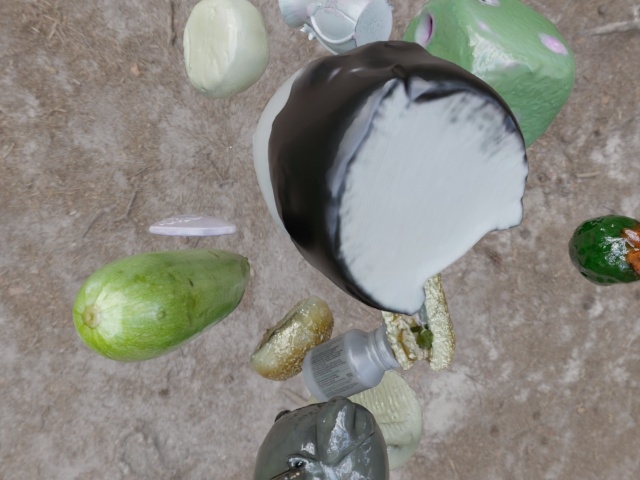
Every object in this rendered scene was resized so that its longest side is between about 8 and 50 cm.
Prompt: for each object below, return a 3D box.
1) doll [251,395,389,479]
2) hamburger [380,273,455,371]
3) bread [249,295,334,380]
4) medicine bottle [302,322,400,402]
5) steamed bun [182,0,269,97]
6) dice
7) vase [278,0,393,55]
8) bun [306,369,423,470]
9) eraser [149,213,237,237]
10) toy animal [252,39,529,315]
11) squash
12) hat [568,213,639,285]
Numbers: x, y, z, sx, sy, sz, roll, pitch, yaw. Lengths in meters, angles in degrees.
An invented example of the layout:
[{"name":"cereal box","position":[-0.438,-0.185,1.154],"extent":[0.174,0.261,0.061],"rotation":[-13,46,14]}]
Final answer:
[{"name":"doll","position":[0.063,0.408,0.708],"extent":[0.378,0.382,0.252],"rotation":[24,62,25]},{"name":"hamburger","position":[0.179,0.115,0.876],"extent":[0.124,0.131,0.262],"rotation":[-11,102,17]},{"name":"bread","position":[-0.076,0.296,1.365],"extent":[0.305,0.305,0.159],"rotation":[-42,84,-1]},{"name":"medicine bottle","position":[0.076,0.275,1.055],"extent":[0.215,0.135,0.135],"rotation":[-31,107,26]},{"name":"steamed bun","position":[-0.302,-0.655,1.602],"extent":[0.233,0.312,0.334],"rotation":[-9,112,-47]},{"name":"dice","position":[0.366,-0.387,1.122],"extent":[0.318,0.322,0.330],"rotation":[0,57,-24]},{"name":"vase","position":[0.044,-0.821,1.685],"extent":[0.250,0.445,0.250],"rotation":[-29,139,-29]},{"name":"bun","position":[0.124,0.523,1.368],"extent":[0.359,0.360,0.211],"rotation":[19,124,-14]},{"name":"eraser","position":[-0.381,-0.052,1.477],"extent":[0.243,0.204,0.059],"rotation":[2,100,12]},{"name":"toy animal","position":[0.045,-0.097,0.506],"extent":[0.251,0.310,0.251],"rotation":[-10,118,-19]},{"name":"squash","position":[-0.168,0.068,0.610],"extent":[0.118,0.370,0.118],"rotation":[0,92,12]},{"name":"hat","position":[0.616,0.050,0.728],"extent":[0.285,0.400,0.285],"rotation":[8,73,-28]}]
